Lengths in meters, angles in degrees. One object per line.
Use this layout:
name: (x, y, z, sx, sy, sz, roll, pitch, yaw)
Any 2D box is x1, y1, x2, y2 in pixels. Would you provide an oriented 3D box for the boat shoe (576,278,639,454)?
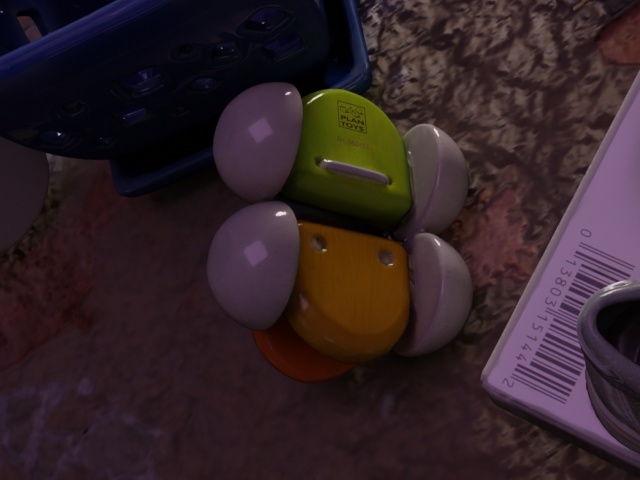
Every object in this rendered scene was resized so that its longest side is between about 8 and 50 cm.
boat shoe: (0.276, 0.078, 0.718, 0.320, 0.103, 0.118, 14, 77, 19)

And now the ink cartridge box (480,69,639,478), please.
ink cartridge box: (0.267, 0.009, 0.834, 0.261, 0.066, 0.296, 26, 81, 20)

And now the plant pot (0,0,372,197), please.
plant pot: (-0.105, -0.177, 1.050, 0.236, 0.212, 0.236, -24, 57, 19)

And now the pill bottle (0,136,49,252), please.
pill bottle: (-0.312, -0.072, 1.168, 0.229, 0.131, 0.131, 25, 80, 36)

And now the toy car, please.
toy car: (0.000, 0.000, 0.962, 0.136, 0.159, 0.182, -41, 42, 54)
